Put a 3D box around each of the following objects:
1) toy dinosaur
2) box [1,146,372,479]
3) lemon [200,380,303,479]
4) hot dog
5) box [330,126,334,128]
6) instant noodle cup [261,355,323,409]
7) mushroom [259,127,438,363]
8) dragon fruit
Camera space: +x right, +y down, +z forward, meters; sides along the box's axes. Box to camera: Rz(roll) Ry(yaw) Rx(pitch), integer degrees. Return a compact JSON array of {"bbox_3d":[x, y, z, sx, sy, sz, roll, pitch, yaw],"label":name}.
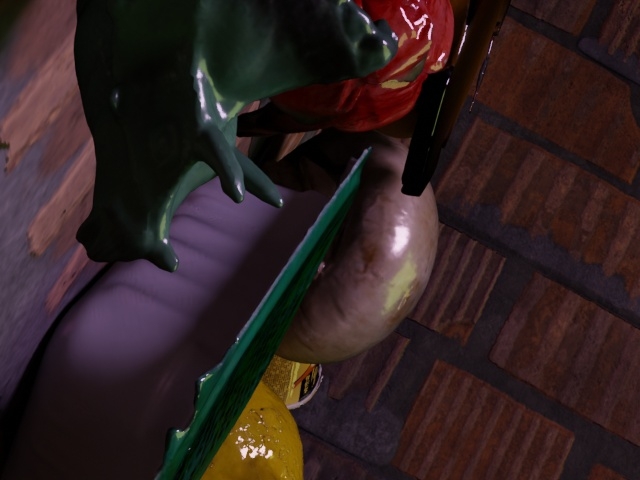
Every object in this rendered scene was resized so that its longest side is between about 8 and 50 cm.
[{"bbox_3d":[-0.029,-0.135,0.360,0.079,0.120,0.292,29,66,-76],"label":"toy dinosaur"},{"bbox_3d":[-0.096,0.074,0.774,0.264,0.106,0.337,-64,175,33],"label":"box"},{"bbox_3d":[-0.099,0.189,1.009,0.173,0.173,0.206,-61,-152,-5],"label":"lemon"},{"bbox_3d":[0.091,-0.188,1.030,0.326,0.107,0.194,-56,162,-53],"label":"hot dog"},{"bbox_3d":[0.073,-0.171,1.538,0.289,0.073,0.290,-63,177,27],"label":"box"},{"bbox_3d":[-0.059,0.089,1.265,0.151,0.151,0.122,-56,162,-57],"label":"instant noodle cup"},{"bbox_3d":[0.000,0.000,1.082,0.226,0.178,0.227,-25,-123,45],"label":"mushroom"},{"bbox_3d":[0.006,-0.119,0.654,0.142,0.130,0.121,-144,-138,-79],"label":"dragon fruit"}]
